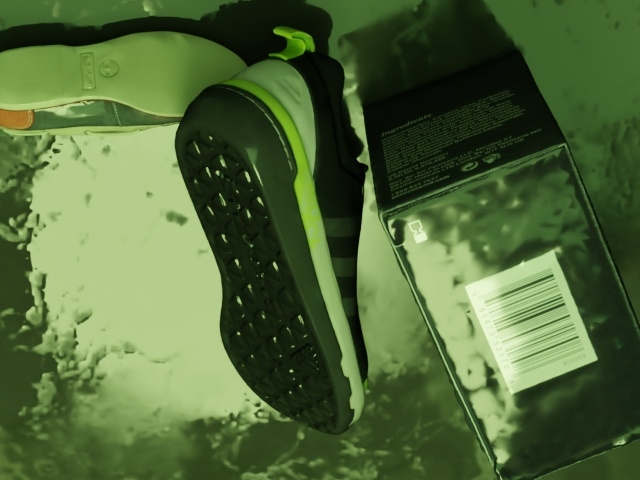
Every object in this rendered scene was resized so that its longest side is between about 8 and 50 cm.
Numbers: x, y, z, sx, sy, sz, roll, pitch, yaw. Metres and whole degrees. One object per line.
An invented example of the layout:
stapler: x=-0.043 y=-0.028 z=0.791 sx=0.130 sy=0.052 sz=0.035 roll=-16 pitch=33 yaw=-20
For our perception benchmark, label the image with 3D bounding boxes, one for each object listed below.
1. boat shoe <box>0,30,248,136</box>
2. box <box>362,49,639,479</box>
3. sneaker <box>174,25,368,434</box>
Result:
boat shoe: x=-0.103 y=-0.074 z=0.847 sx=0.137 sy=0.049 sz=0.043 roll=-3 pitch=154 yaw=-4
box: x=0.093 y=0.009 z=0.825 sx=0.093 sy=0.158 sz=0.156 roll=-22 pitch=111 yaw=6
sneaker: x=0.000 y=0.000 z=0.857 sx=0.084 sy=0.097 sz=0.234 roll=23 pitch=140 yaw=33
